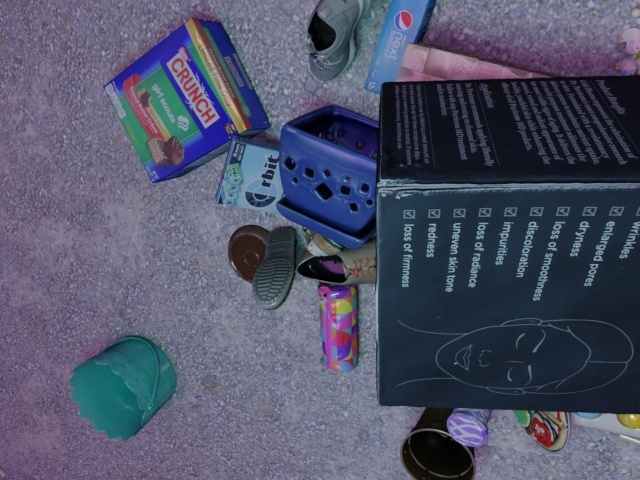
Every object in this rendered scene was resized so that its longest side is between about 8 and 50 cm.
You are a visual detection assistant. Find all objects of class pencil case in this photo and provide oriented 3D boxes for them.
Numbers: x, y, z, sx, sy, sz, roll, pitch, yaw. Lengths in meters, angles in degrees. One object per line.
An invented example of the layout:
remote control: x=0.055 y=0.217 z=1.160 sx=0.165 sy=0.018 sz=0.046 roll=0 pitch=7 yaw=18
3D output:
pencil case: x=0.344 y=0.351 z=1.138 sx=0.088 sy=0.206 sz=0.086 roll=13 pitch=121 yaw=29
pencil case: x=0.041 y=0.203 z=1.282 sx=0.105 sy=0.104 sz=0.236 roll=3 pitch=110 yaw=24

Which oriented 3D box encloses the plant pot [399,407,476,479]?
plant pot: x=0.285 y=0.459 z=1.220 sx=0.167 sy=0.165 sz=0.166 roll=8 pitch=111 yaw=21

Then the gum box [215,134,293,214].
gum box: x=-0.131 y=-0.144 z=1.208 sx=0.185 sy=0.041 sz=0.156 roll=10 pitch=119 yaw=-23

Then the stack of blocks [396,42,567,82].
stack of blocks: x=0.305 y=-0.279 z=0.950 sx=0.297 sy=0.171 sz=0.087 roll=21 pitch=115 yaw=18

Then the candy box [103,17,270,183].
candy box: x=-0.320 y=-0.319 z=1.249 sx=0.317 sy=0.122 sz=0.268 roll=-23 pitch=97 yaw=28

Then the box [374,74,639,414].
box: x=0.326 y=0.022 z=0.828 sx=0.473 sy=0.297 sz=0.479 roll=1 pitch=132 yaw=7

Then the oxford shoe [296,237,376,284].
oxford shoe: x=0.112 y=0.059 z=1.178 sx=0.349 sy=0.130 sz=0.122 roll=-6 pitch=105 yaw=26

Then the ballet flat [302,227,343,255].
ballet flat: x=0.000 y=0.000 z=1.176 sx=0.073 sy=0.206 sz=0.067 roll=38 pitch=99 yaw=-19

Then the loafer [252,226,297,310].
loafer: x=-0.093 y=0.075 z=1.230 sx=0.095 sy=0.251 sz=0.087 roll=-2 pitch=131 yaw=13

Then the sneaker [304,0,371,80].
sneaker: x=0.005 y=-0.391 z=1.012 sx=0.105 sy=0.115 sz=0.281 roll=45 pitch=164 yaw=5

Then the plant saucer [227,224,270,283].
plant saucer: x=-0.174 y=0.043 z=1.364 sx=0.169 sy=0.029 sz=0.168 roll=9 pitch=112 yaw=22

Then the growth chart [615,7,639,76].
growth chart: x=0.603 y=-0.279 z=0.901 sx=0.172 sy=0.021 sz=0.237 roll=3 pitch=108 yaw=25

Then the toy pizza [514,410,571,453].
toy pizza: x=0.448 y=0.342 z=1.099 sx=0.032 sy=0.201 sz=0.201 roll=-8 pitch=107 yaw=-10

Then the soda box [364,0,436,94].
soda box: x=0.158 y=-0.391 z=1.037 sx=0.071 sy=0.067 sz=0.210 roll=25 pitch=116 yaw=15

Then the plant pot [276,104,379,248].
plant pot: x=0.050 y=-0.128 z=1.090 sx=0.236 sy=0.236 sz=0.212 roll=25 pitch=122 yaw=14

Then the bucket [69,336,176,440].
bucket: x=-0.594 y=0.442 z=1.606 sx=0.282 sy=0.183 sz=0.280 roll=8 pitch=111 yaw=21

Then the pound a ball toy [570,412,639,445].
pound a ball toy: x=0.637 y=0.361 z=1.043 sx=0.320 sy=0.136 sz=0.208 roll=7 pitch=110 yaw=23
